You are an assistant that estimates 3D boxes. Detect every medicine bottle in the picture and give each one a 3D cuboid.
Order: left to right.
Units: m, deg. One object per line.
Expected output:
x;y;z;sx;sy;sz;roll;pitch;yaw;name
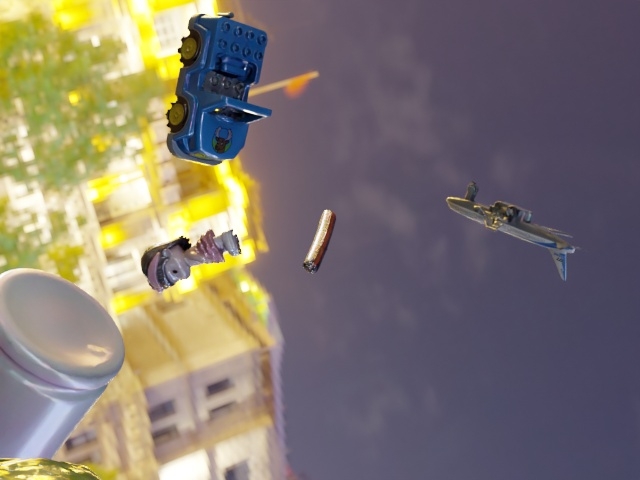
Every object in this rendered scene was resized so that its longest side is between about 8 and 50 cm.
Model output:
-0.421;0.212;1.716;0.316;0.202;0.202;-50;-126;23;medicine bottle

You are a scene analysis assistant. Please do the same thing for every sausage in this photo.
0.000;0.000;1.975;0.198;0.028;0.025;-72;166;-62;sausage

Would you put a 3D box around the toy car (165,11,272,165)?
-0.117;-0.187;1.600;0.100;0.097;0.191;11;-90;43;toy car

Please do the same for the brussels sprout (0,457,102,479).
-0.315;0.332;1.279;0.328;0.328;0.247;123;-44;-62;brussels sprout

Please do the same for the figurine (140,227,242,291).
-0.162;0.020;1.612;0.072;0.129;0.054;59;9;-69;figurine

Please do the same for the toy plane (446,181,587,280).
0.271;-0.023;1.843;0.226;0.226;0.058;36;-71;33;toy plane
